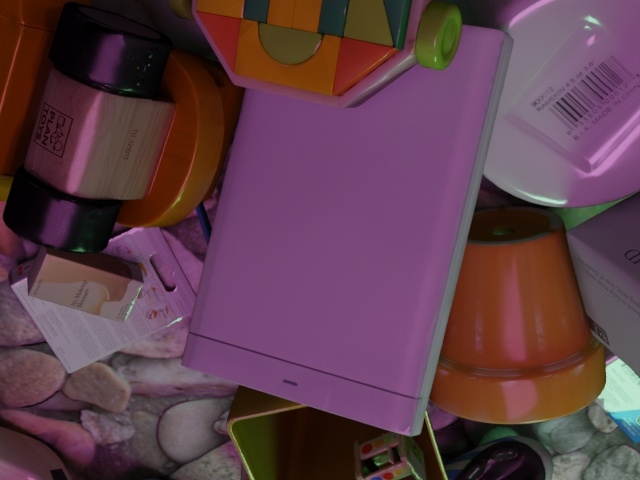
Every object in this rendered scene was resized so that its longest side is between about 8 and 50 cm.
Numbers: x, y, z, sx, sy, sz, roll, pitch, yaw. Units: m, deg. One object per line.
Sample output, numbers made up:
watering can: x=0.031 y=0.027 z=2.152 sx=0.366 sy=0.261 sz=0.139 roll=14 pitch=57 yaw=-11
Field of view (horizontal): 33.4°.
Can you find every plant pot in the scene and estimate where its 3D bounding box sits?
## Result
plant pot: x=0.025 y=0.197 z=1.248 sx=0.212 sy=0.187 sz=0.212 roll=-13 pitch=125 yaw=8
plant pot: x=0.207 y=0.069 z=1.170 sx=0.205 sy=0.205 sz=0.187 roll=-5 pitch=109 yaw=3

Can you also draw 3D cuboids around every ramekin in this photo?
ramekin: x=0.245 y=-0.165 z=1.030 sx=0.277 sy=0.135 sz=0.277 roll=-1 pitch=126 yaw=-1

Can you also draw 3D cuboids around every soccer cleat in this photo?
soccer cleat: x=0.159 y=0.357 z=1.395 sx=0.331 sy=0.116 sz=0.143 roll=-29 pitch=165 yaw=16

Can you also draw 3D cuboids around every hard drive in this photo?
hard drive: x=0.019 y=-0.029 z=0.957 sx=0.233 sy=0.047 sz=0.353 roll=14 pitch=90 yaw=24

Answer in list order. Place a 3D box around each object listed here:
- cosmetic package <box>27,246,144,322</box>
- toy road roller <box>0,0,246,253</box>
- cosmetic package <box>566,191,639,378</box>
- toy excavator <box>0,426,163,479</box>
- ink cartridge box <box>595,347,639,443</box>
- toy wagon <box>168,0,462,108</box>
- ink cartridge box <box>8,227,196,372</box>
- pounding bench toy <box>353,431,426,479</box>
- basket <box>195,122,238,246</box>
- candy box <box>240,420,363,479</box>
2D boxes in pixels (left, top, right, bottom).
cosmetic package: x=-0.262 y=0.045 z=1.186 sx=0.115 sy=0.041 sz=0.060 roll=18 pitch=112 yaw=-25
toy road roller: x=-0.225 y=-0.129 z=1.003 sx=0.330 sy=0.241 sz=0.202 roll=29 pitch=107 yaw=30
cosmetic package: x=0.463 y=0.003 z=1.031 sx=0.385 sy=0.217 sz=0.156 roll=-28 pitch=123 yaw=-11
toy excavator: x=-0.295 y=0.390 z=1.377 sx=0.222 sy=0.445 sz=0.433 roll=-44 pitch=156 yaw=24
ink cartridge box: x=0.417 y=0.130 z=1.269 sx=0.203 sy=0.086 sz=0.148 roll=-34 pitch=119 yaw=20
toy wagon: x=0.003 y=-0.292 z=0.898 sx=0.267 sy=0.068 sz=0.344 roll=16 pitch=106 yaw=24
ink cartridge box: x=-0.250 y=0.058 z=1.247 sx=0.179 sy=0.045 sz=0.145 roll=-27 pitch=123 yaw=-5
pounding bench toy: x=0.071 y=0.246 z=1.117 sx=0.065 sy=0.083 sz=0.052 roll=-26 pitch=122 yaw=16
basket: x=0.000 y=0.000 z=1.101 sx=0.255 sy=0.201 sz=0.288 roll=-12 pitch=89 yaw=10
candy box: x=0.000 y=0.303 z=1.405 sx=0.187 sy=0.053 sz=0.109 roll=-30 pitch=120 yaw=17
